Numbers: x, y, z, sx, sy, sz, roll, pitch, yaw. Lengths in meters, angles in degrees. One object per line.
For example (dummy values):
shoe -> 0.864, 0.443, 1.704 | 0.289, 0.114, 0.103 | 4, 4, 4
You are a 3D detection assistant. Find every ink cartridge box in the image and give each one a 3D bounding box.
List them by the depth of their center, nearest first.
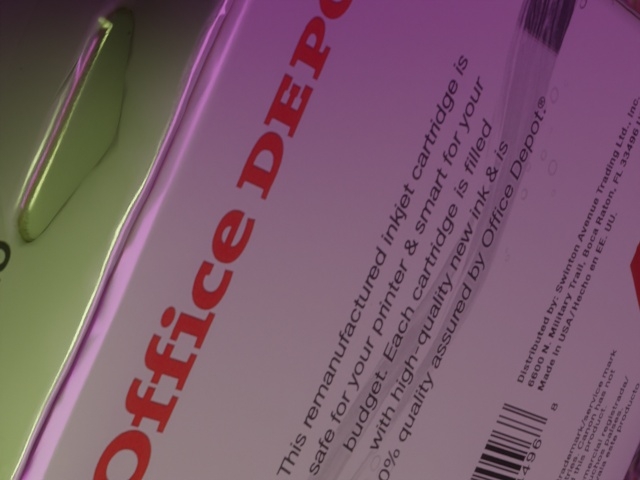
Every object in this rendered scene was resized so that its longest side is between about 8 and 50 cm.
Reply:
ink cartridge box -> 0.000, 0.000, 0.535 | 0.273, 0.114, 0.197 | 24, 89, -53
